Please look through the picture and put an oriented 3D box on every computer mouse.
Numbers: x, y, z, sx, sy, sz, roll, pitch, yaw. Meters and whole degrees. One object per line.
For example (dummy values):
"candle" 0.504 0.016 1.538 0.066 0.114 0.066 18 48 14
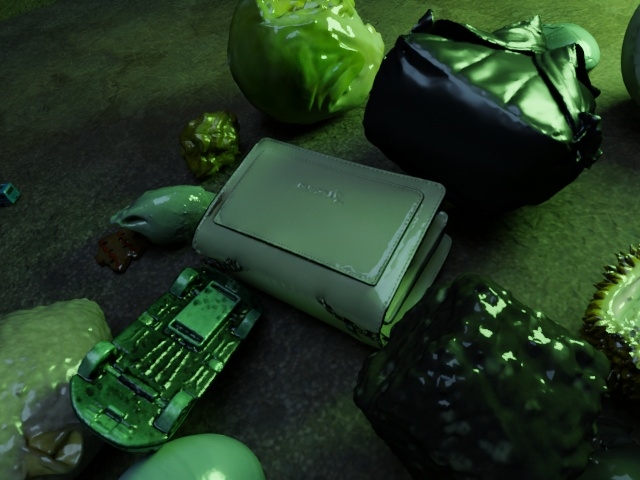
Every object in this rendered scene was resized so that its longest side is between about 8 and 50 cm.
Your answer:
"computer mouse" 0.554 -0.464 1.107 0.113 0.068 0.229 -18 48 -5

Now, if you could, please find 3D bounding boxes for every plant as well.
"plant" 0.206 0.202 0.513 0.312 0.213 0.215 42 64 -4

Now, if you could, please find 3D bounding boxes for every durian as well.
"durian" 0.407 0.116 0.577 0.183 0.138 0.249 44 53 4

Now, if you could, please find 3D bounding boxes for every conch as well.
"conch" -0.157 0.324 0.554 0.184 0.121 0.221 31 51 -1

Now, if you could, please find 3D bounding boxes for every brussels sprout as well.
"brussels sprout" -0.031 -0.402 1.035 0.343 0.344 0.268 -15 34 -1

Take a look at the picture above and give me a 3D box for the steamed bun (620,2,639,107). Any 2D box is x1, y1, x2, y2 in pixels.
"steamed bun" 0.702 -0.344 0.836 0.309 0.309 0.310 -7 48 7

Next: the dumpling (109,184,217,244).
"dumpling" -0.284 -0.047 0.921 0.219 0.152 0.108 -6 89 -17

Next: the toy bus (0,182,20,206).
"toy bus" -0.745 -0.105 1.103 0.083 0.046 0.038 -4 48 8

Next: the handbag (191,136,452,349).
"handbag" 0.000 0.000 0.765 0.358 0.160 0.237 21 62 29

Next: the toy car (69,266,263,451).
"toy car" -0.200 0.160 0.660 0.136 0.125 0.306 31 37 4

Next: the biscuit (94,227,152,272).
"biscuit" -0.379 0.005 0.938 0.129 0.019 0.119 -35 51 -18

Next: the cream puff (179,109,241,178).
"cream puff" -0.230 -0.205 1.033 0.146 0.146 0.116 -25 87 -10

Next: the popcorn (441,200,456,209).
"popcorn" 0.226 -0.094 0.862 0.083 0.057 0.082 -15 49 -4

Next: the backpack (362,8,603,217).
"backpack" 0.306 -0.242 0.822 0.363 0.255 0.445 38 41 16

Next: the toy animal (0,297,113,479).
"toy animal" -0.385 0.216 0.637 0.226 0.188 0.358 26 40 -4
